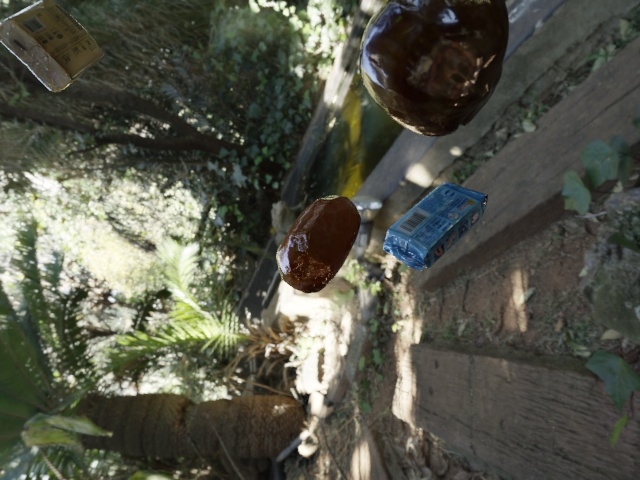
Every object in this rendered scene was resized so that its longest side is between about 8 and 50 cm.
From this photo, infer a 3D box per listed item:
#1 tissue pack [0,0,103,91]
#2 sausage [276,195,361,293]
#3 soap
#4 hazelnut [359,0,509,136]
[{"bbox_3d":[-0.677,-0.498,1.151,0.090,0.186,0.222,-28,35,20],"label":"tissue pack"},{"bbox_3d":[-0.001,0.000,1.094,0.141,0.153,0.268,-34,20,53],"label":"sausage"},{"bbox_3d":[0.310,-0.043,1.241,0.293,0.077,0.156,-38,45,-19],"label":"soap"},{"bbox_3d":[0.163,-0.272,0.676,0.234,0.217,0.218,95,-175,-55],"label":"hazelnut"}]
